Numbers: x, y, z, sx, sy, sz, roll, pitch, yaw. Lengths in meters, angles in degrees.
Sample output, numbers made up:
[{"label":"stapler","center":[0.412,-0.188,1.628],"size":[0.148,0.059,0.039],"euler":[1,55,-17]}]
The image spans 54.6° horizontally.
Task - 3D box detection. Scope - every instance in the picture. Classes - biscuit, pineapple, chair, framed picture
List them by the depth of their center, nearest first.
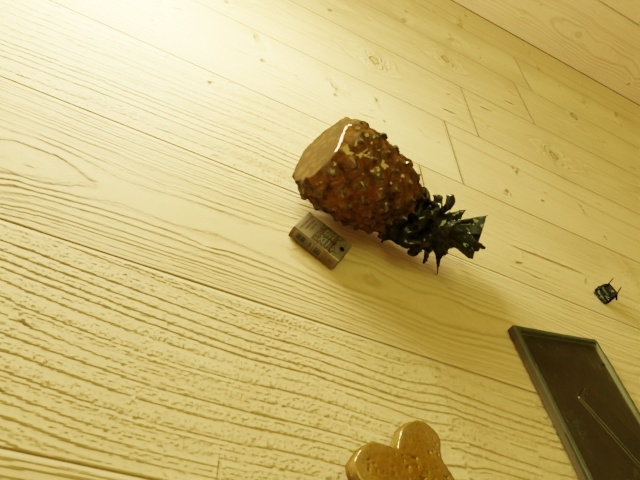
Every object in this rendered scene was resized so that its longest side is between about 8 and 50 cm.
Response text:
[{"label":"biscuit","center":[0.124,0.309,0.649],"size":[0.158,0.035,0.240],"euler":[-5,52,-38]},{"label":"framed picture","center":[0.421,0.263,0.949],"size":[0.213,0.016,0.289],"euler":[12,42,-29]},{"label":"pineapple","center":[0.127,-0.049,0.973],"size":[0.341,0.169,0.169],"euler":[33,35,-21]},{"label":"chair","center":[0.567,0.104,1.229],"size":[0.037,0.042,0.086],"euler":[57,6,25]}]

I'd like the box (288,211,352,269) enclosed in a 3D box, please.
[{"label":"box","center":[0.000,0.000,0.904],"size":[0.083,0.024,0.053],"euler":[36,36,4]}]
